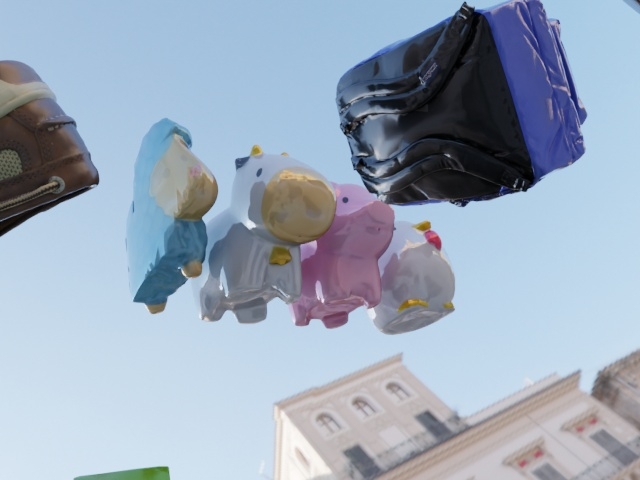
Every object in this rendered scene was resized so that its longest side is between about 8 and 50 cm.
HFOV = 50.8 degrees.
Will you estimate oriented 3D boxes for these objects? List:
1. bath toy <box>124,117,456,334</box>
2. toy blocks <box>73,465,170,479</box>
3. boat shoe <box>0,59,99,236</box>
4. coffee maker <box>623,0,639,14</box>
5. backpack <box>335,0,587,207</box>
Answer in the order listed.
[{"bbox_3d":[0.000,0.000,0.605,0.348,0.129,0.151,14,-38,-43],"label":"bath toy"},{"bbox_3d":[-0.107,0.272,0.296,0.381,0.191,0.261,-3,-69,-15],"label":"toy blocks"},{"bbox_3d":[-0.235,0.015,0.364,0.257,0.095,0.095,-38,-83,0],"label":"boat shoe"},{"bbox_3d":[0.328,-0.310,0.614,0.178,0.171,0.120,-46,-6,23],"label":"coffee maker"},{"bbox_3d":[0.077,-0.069,0.377,0.101,0.120,0.098,-22,-83,-42],"label":"backpack"}]
